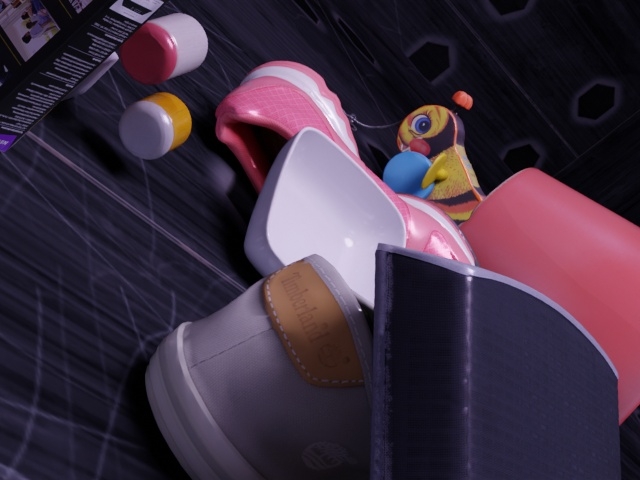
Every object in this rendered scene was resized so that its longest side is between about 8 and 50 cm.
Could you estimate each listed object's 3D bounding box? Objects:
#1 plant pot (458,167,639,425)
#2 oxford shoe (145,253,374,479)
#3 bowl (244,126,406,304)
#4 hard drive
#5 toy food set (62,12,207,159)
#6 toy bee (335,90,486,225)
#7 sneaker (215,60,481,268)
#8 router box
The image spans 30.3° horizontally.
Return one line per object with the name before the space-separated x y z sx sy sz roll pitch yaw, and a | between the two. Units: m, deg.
plant pot | 0.243 0.074 1.210 0.243 0.275 0.275 44 11 17
oxford shoe | 0.072 0.133 0.748 0.449 0.130 0.169 36 18 -51
bowl | 0.000 0.000 0.930 0.142 0.053 0.142 42 45 -27
hard drive | 0.104 0.108 0.622 0.254 0.054 0.172 32 56 -54
toy food set | -0.168 -0.152 0.750 0.232 0.111 0.104 52 26 -2
toy bee | 0.153 -0.114 1.573 0.298 0.162 0.195 49 16 -8
sneaker | 0.015 -0.016 1.047 0.314 0.116 0.136 48 27 1
router box | -0.185 -0.161 0.654 0.179 0.133 0.046 56 15 15
